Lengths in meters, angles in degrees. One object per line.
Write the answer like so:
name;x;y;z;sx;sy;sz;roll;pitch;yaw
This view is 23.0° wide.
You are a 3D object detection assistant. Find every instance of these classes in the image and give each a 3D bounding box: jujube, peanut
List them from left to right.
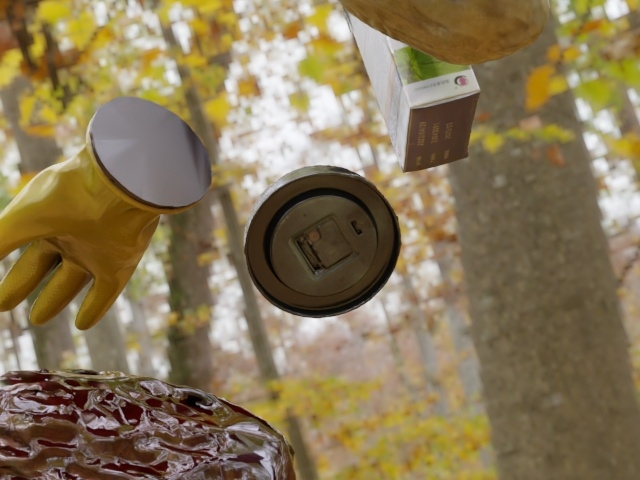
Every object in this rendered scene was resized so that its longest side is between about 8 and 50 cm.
jujube;-0.188;0.255;1.511;0.377;0.258;0.258;21;-32;-17
peanut;0.106;-0.240;1.471;0.129;0.224;0.129;-55;-11;-16

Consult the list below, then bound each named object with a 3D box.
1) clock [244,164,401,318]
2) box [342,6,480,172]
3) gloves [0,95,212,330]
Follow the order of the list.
clock;0.000;0.000;1.819;0.185;0.184;0.040;-16;25;-4
box;0.125;-0.276;2.225;0.106;0.299;0.200;-16;-23;-7
gloves;-0.224;-0.002;1.460;0.294;0.133;0.116;-43;4;42
